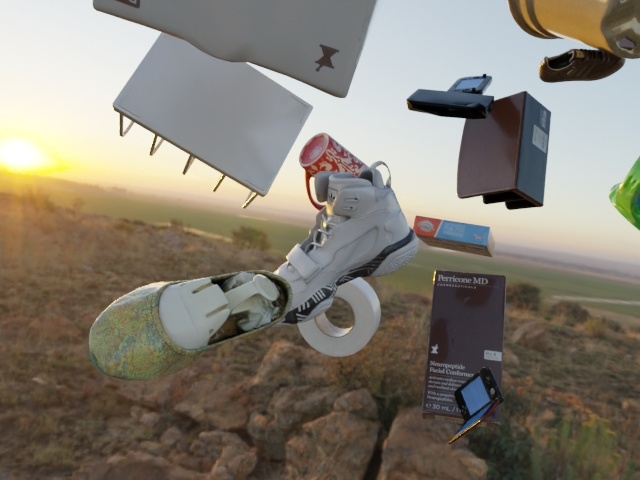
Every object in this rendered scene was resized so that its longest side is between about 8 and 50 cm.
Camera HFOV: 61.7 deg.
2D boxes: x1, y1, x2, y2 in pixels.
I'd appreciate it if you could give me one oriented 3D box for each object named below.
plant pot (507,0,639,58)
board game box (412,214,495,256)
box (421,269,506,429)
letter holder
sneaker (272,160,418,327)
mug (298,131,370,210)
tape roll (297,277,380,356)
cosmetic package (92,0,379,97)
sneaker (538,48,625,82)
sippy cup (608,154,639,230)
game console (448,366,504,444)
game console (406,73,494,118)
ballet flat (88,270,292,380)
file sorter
[{"bbox_3d":[0.636,-0.557,1.174,0.334,0.333,0.305,7,37,-22],"label":"plant pot"},{"bbox_3d":[0.466,-0.011,1.842,0.242,0.064,0.316,11,-4,21],"label":"board game box"},{"bbox_3d":[0.379,0.280,1.404,0.191,0.381,0.143,3,-25,15],"label":"box"},{"bbox_3d":[0.541,-0.253,1.600,0.152,0.301,0.214,20,-16,-36],"label":"letter holder"},{"bbox_3d":[0.000,0.000,0.981,0.366,0.210,0.137,-26,29,-14],"label":"sneaker"},{"bbox_3d":[0.031,-0.143,1.208,0.169,0.150,0.113,36,-7,-36],"label":"mug"},{"bbox_3d":[0.062,0.254,1.867,0.286,0.286,0.100,10,11,18],"label":"tape roll"},{"bbox_3d":[-0.025,-0.303,0.514,0.217,0.156,0.385,18,37,-2],"label":"cosmetic package"},{"bbox_3d":[0.613,-0.415,1.255,0.189,0.066,0.071,-8,-20,18],"label":"sneaker"},{"bbox_3d":[0.748,-0.106,1.061,0.240,0.224,0.306,42,34,19],"label":"sippy cup"},{"bbox_3d":[0.331,0.368,1.199,0.085,0.144,0.124,3,50,-25],"label":"game console"},{"bbox_3d":[0.391,-0.418,1.519,0.213,0.043,0.361,13,33,22],"label":"game console"},{"bbox_3d":[-0.148,0.095,0.731,0.123,0.123,0.349,10,6,26],"label":"ballet flat"},{"bbox_3d":[-0.198,-0.210,0.966,0.278,0.192,0.173,30,-19,-14],"label":"file sorter"}]
